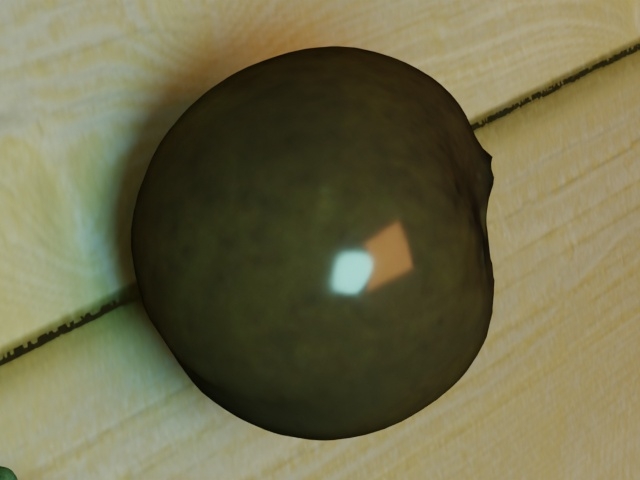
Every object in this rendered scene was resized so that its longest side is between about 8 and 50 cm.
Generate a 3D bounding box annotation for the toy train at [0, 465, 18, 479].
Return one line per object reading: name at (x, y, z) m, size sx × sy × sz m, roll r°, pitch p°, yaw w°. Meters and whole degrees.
toy train at (-0.222, 0.351, 1.402) m, size 0.237 × 0.150 × 0.368 m, roll -35°, pitch 113°, yaw -36°

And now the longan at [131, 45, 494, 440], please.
longan at (0.000, 0.000, 1.536) m, size 0.319 × 0.319 × 0.318 m, roll 1°, pitch 89°, yaw -48°
